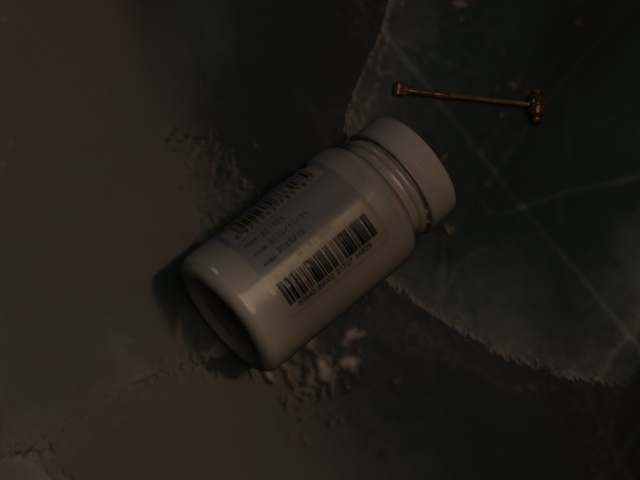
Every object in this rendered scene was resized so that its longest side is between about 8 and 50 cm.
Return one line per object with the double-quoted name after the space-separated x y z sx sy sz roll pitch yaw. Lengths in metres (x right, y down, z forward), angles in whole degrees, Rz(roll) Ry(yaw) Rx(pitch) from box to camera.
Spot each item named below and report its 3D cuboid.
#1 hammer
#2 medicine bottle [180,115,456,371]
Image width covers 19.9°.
0.115 -0.109 1.395 0.123 0.014 0.029 5 72 -14 "hammer"
0.000 0.000 1.296 0.187 0.103 0.103 -40 95 -17 "medicine bottle"
